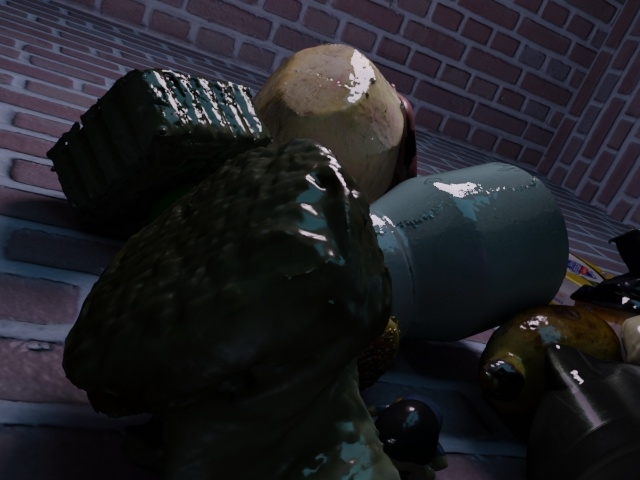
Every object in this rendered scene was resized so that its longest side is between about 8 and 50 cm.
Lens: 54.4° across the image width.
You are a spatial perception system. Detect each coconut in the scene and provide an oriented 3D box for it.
[{"bbox_3d":[-0.002,-0.209,1.263,0.353,0.352,0.352,21,19,-8],"label":"coconut"}]

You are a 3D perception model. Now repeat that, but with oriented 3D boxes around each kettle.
[{"bbox_3d":[0.337,0.263,0.601,0.321,0.228,0.324,50,15,-4],"label":"kettle"}]

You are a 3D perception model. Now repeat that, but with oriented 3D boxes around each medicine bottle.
[{"bbox_3d":[0.157,0.025,0.880,0.290,0.244,0.245,-12,35,-28],"label":"medicine bottle"}]

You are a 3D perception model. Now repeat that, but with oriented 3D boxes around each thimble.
[{"bbox_3d":[-0.170,-0.017,0.868,0.090,0.118,0.130,35,40,21],"label":"thimble"}]

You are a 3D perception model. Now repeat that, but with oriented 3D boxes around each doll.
[{"bbox_3d":[0.087,0.202,0.641,0.102,0.088,0.179,31,-3,20],"label":"doll"}]

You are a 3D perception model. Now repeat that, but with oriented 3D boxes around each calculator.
[{"bbox_3d":[0.162,-0.180,1.372,0.048,0.329,0.220,-8,28,-11],"label":"calculator"}]

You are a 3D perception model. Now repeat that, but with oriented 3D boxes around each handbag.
[{"bbox_3d":[0.670,0.094,1.089,0.329,0.121,0.303,22,2,18],"label":"handbag"}]

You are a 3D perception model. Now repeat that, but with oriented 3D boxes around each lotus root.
[{"bbox_3d":[0.304,0.166,0.831,0.314,0.169,0.141,11,16,-41],"label":"lotus root"}]

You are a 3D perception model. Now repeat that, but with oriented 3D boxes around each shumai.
[{"bbox_3d":[-0.034,0.094,0.556,0.288,0.292,0.330,48,10,-24],"label":"shumai"}]

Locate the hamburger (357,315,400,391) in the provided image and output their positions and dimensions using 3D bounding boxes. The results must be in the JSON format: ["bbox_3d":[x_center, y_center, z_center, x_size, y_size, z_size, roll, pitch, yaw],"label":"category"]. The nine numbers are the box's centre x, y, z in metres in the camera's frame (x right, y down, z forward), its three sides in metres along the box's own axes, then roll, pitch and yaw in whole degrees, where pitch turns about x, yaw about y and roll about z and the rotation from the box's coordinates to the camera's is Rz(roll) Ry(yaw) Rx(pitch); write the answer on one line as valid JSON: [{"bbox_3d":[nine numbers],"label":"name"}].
[{"bbox_3d":[0.032,0.123,0.710,0.141,0.126,0.081,34,16,-52],"label":"hamburger"}]

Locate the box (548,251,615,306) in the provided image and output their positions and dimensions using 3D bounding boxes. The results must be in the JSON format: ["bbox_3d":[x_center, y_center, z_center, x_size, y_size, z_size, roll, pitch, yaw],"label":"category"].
[{"bbox_3d":[0.564,0.111,1.389,0.168,0.097,0.265,36,23,31],"label":"box"}]

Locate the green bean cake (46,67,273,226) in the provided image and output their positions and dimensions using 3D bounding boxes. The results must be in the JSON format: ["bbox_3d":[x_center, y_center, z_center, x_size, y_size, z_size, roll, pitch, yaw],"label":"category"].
[{"bbox_3d":[-0.221,-0.125,0.896,0.255,0.241,0.132,-8,66,-59],"label":"green bean cake"}]

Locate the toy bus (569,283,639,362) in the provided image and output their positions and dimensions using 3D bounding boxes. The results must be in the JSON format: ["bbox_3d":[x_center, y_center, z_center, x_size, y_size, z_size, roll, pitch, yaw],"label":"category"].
[{"bbox_3d":[0.587,0.216,1.022,0.387,0.162,0.171,21,2,-11],"label":"toy bus"}]

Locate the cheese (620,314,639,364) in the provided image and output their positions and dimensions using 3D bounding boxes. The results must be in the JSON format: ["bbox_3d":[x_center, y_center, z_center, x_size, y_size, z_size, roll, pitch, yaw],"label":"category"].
[{"bbox_3d":[0.456,0.217,0.800,0.093,0.262,0.159,-16,6,27],"label":"cheese"}]
